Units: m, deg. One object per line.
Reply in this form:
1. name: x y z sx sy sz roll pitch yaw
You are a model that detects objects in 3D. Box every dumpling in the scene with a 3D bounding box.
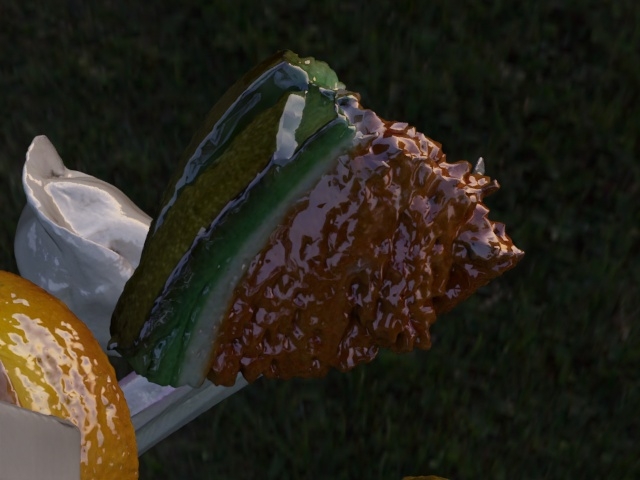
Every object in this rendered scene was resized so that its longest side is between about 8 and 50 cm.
1. dumpling: -0.191 0.023 1.660 0.132 0.162 0.250 -32 114 0

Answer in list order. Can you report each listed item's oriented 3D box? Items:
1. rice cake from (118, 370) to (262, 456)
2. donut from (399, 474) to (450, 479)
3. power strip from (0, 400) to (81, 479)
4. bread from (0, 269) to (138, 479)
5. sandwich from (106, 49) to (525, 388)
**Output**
1. rice cake: -0.101 0.102 1.332 0.222 0.080 0.042 -33 63 -17
2. donut: 0.113 0.180 0.732 0.272 0.272 0.107 24 92 10
3. power strip: -0.134 0.035 0.326 0.106 0.367 0.043 1 80 8
4. bread: -0.227 0.140 1.190 0.146 0.268 0.268 -17 62 -46
5. sandwich: -0.006 0.007 0.991 0.160 0.109 0.184 32 106 -17
